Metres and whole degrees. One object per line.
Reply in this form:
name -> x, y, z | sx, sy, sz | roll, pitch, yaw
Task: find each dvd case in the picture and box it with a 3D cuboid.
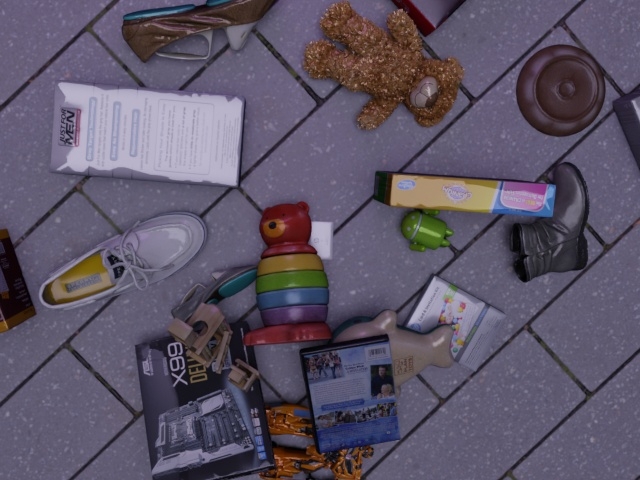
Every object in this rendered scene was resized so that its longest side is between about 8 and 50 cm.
dvd case -> 0.063, 0.315, 1.647 | 0.180, 0.022, 0.253 | -9, 115, -2

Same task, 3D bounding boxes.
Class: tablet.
tablet -> 0.000, 0.000, 1.749 | 0.054, 0.006, 0.083 | 1, 94, -4

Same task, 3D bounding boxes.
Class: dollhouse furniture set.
dollhouse furniture set -> -0.187, 0.198, 1.580 | 0.161, 0.182, 0.101 | 30, 72, 14

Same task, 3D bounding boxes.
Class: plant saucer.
plant saucer -> 0.522, -0.323, 1.742 | 0.199, 0.036, 0.198 | 0, 95, -3

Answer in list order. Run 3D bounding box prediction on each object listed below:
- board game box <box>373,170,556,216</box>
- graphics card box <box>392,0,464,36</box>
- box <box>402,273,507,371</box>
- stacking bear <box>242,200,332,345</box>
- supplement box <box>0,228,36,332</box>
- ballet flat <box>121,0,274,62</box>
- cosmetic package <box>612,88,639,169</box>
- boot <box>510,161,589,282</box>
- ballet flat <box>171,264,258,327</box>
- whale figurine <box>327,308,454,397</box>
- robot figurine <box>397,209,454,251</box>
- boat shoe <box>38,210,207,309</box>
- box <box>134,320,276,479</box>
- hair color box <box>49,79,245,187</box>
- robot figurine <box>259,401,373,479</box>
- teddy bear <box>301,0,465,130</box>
board game box -> 0.280, -0.097, 1.642 | 0.316, 0.242, 0.064 | 4, 96, -4
graphics card box -> 0.279, -0.636, 1.670 | 0.371, 0.094, 0.233 | -44, 96, 0
box -> 0.291, 0.179, 1.769 | 0.186, 0.038, 0.145 | 29, 92, -5
stacking bear -> -0.064, 0.065, 1.673 | 0.175, 0.164, 0.289 | -9, 81, 28
supplement box -> -0.684, 0.092, 1.618 | 0.129, 0.191, 0.194 | -17, 95, -2
ballet flat -> -0.229, -0.437, 1.653 | 0.342, 0.116, 0.124 | -16, 116, -2
cosmetic package -> 0.741, -0.215, 1.734 | 0.127, 0.107, 0.238 | -24, 99, -2
boot -> 0.482, -0.038, 1.722 | 0.161, 0.083, 0.246 | -8, 97, -18
ballet flat -> -0.226, 0.104, 1.715 | 0.213, 0.072, 0.068 | -39, 66, -2
whale figurine -> 0.143, 0.230, 1.713 | 0.272, 0.141, 0.216 | -10, 115, -8
robot figurine -> 0.224, -0.022, 1.731 | 0.115, 0.067, 0.101 | 22, 83, -5
boat shoe -> -0.406, 0.045, 1.650 | 0.367, 0.156, 0.136 | -21, 96, -1
box -> -0.237, 0.340, 1.665 | 0.242, 0.076, 0.307 | -11, 68, -3
hair color box -> -0.346, -0.214, 1.654 | 0.374, 0.113, 0.185 | 4, 94, -5
robot figurine -> -0.026, 0.444, 1.746 | 0.291, 0.085, 0.211 | 8, 94, -4
teddy bear -> 0.129, -0.356, 1.676 | 0.338, 0.113, 0.245 | 43, 93, -6
